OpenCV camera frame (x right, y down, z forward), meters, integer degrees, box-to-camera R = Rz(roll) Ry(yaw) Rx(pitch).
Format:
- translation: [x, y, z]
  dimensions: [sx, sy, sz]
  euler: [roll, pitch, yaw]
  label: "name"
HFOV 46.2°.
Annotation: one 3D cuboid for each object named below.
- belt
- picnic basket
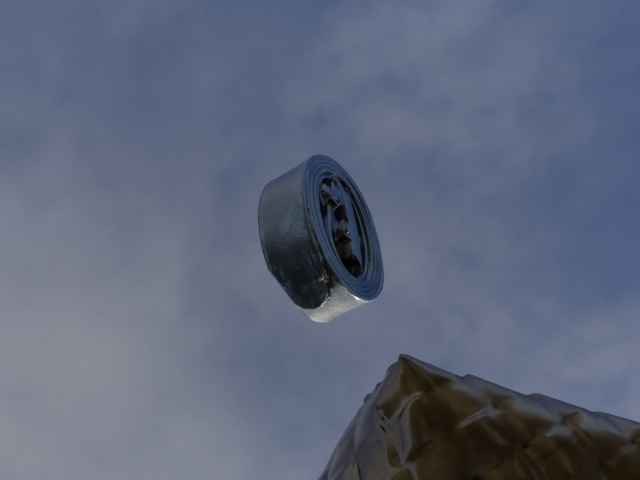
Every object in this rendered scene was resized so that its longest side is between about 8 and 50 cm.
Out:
- translation: [0.000, 0.000, 0.831]
  dimensions: [0.141, 0.082, 0.190]
  euler: [29, -138, -43]
  label: "belt"
- translation: [0.137, 0.289, 0.569]
  dimensions: [0.337, 0.293, 0.338]
  euler: [2, -115, -4]
  label: "picnic basket"
